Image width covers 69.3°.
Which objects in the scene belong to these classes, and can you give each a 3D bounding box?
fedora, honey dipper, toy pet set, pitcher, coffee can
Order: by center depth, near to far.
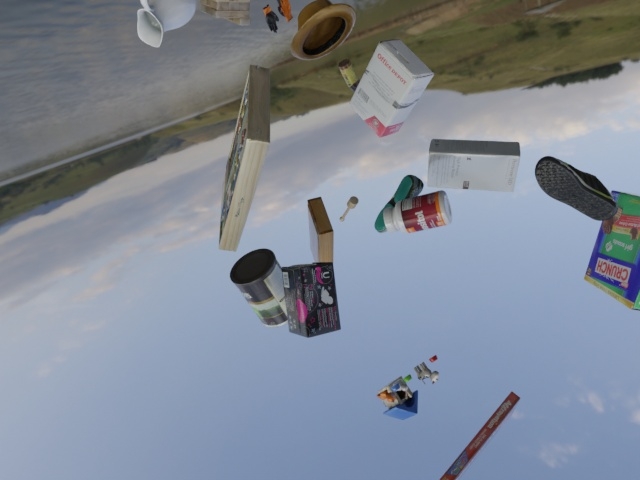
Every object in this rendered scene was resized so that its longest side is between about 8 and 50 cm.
[{"bbox_3d":[0.146,0.261,0.772,0.122,0.065,0.114,-19,159,-40],"label":"toy pet set"},{"bbox_3d":[-0.005,-0.553,1.193,0.195,0.079,0.194,-25,169,-5],"label":"fedora"},{"bbox_3d":[-0.454,-0.701,1.361,0.207,0.126,0.177,-63,179,-30],"label":"pitcher"},{"bbox_3d":[0.088,-0.099,1.526,0.031,0.030,0.160,-27,169,-22],"label":"honey dipper"},{"bbox_3d":[-0.222,0.199,1.929,0.202,0.275,0.201,-18,-144,13],"label":"coffee can"}]

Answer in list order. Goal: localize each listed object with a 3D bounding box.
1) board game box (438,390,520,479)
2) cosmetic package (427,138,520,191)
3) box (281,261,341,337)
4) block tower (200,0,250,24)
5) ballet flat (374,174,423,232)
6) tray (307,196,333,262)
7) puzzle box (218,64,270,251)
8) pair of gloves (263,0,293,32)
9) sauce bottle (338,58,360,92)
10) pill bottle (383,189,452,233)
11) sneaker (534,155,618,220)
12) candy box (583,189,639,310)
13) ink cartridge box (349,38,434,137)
[{"bbox_3d":[0.368,0.487,1.092,0.281,0.145,0.027,-42,-125,-16],"label":"board game box"},{"bbox_3d":[0.413,-0.205,1.262,0.231,0.117,0.085,5,-139,15],"label":"cosmetic package"},{"bbox_3d":[-0.035,0.207,1.669,0.142,0.247,0.163,-7,-179,-28],"label":"box"},{"bbox_3d":[-0.210,-0.668,1.033,0.097,0.335,0.091,-19,-137,-33],"label":"block tower"},{"bbox_3d":[0.216,-0.092,1.247,0.188,0.070,0.070,-57,177,34],"label":"ballet flat"},{"bbox_3d":[0.000,0.000,2.218,0.076,0.410,0.202,-14,-122,-9],"label":"tray"},{"bbox_3d":[-0.198,-0.196,1.178,0.052,0.408,0.271,8,-129,-17],"label":"puzzle box"},{"bbox_3d":[-0.107,-0.579,1.182,0.010,0.074,0.083,35,-105,32],"label":"pair of gloves"},{"bbox_3d":[0.098,-0.499,1.435,0.042,0.128,0.042,-18,-133,20],"label":"sauce bottle"},{"bbox_3d":[0.236,-0.065,1.130,0.152,0.086,0.086,-13,-160,26],"label":"pill bottle"},{"bbox_3d":[0.642,-0.138,1.168,0.084,0.235,0.097,-51,-177,47],"label":"sneaker"},{"bbox_3d":[0.964,0.026,1.408,0.122,0.316,0.268,8,-166,-1],"label":"candy box"},{"bbox_3d":[0.197,-0.432,1.321,0.092,0.158,0.217,-25,159,-34],"label":"ink cartridge box"}]
